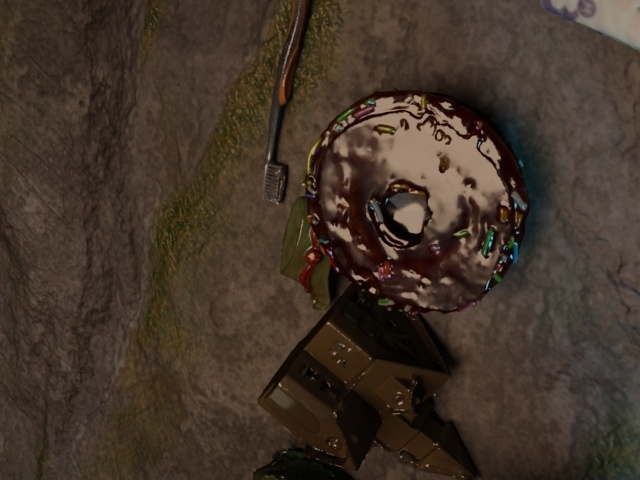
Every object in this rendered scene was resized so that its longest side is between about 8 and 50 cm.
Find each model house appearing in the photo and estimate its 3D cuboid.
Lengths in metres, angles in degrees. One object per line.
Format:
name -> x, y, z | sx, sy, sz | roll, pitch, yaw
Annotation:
model house -> 0.071, 0.198, 1.046 | 0.248, 0.176, 0.181 | 38, 125, 0

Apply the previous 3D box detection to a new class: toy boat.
toy boat -> -0.001, -0.001, 1.069 | 0.089, 0.071, 0.185 | -111, 33, -56

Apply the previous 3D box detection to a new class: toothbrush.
toothbrush -> -0.037, -0.188, 1.061 | 0.031, 0.023, 0.321 | 19, 117, 22

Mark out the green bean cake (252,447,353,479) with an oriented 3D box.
green bean cake -> -0.004, 0.412, 1.179 | 0.255, 0.132, 0.241 | 35, 127, 21

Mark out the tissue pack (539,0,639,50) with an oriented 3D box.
tissue pack -> 0.349, -0.224, 0.686 | 0.344, 0.125, 0.242 | 33, 133, 24

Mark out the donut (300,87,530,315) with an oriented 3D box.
donut -> 0.098, -0.042, 0.954 | 0.235, 0.089, 0.235 | 8, 113, 20
